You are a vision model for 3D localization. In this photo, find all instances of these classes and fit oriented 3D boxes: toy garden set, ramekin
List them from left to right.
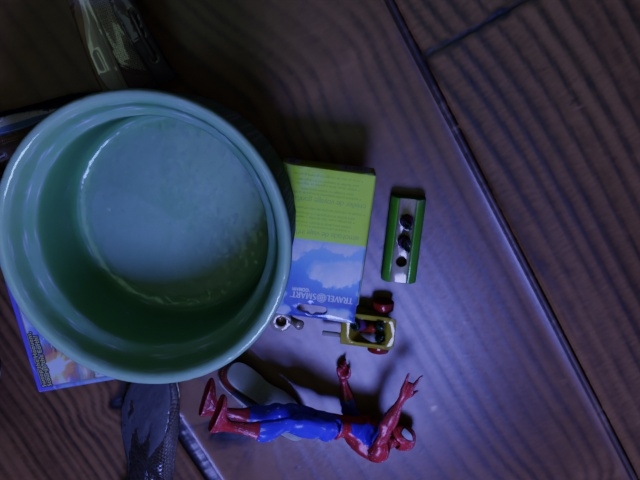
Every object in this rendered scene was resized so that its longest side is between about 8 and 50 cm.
[{"bbox_3d":[-0.169,-0.016,0.968,0.304,0.148,0.303,2,104,7],"label":"ramekin"},{"bbox_3d":[-0.004,0.037,1.108,0.244,0.049,0.203,6,107,0],"label":"toy garden set"}]

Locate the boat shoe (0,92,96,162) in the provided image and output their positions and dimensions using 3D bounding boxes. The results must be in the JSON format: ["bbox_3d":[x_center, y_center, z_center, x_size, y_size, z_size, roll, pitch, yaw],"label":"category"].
[{"bbox_3d":[-0.321,-0.126,1.063,0.183,0.066,0.066,-9,112,14],"label":"boat shoe"}]

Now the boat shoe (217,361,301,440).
[{"bbox_3d":[-0.075,0.207,1.167,0.137,0.049,0.043,43,146,-13],"label":"boat shoe"}]

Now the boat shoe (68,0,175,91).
[{"bbox_3d":[-0.236,-0.294,0.991,0.092,0.103,0.285,-18,102,-7],"label":"boat shoe"}]

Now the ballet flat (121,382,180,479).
[{"bbox_3d":[-0.215,0.277,1.189,0.084,0.058,0.249,14,104,34],"label":"ballet flat"}]

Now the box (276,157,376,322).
[{"bbox_3d":[0.000,0.000,1.052,0.109,0.042,0.178,7,105,1],"label":"box"}]

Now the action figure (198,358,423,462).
[{"bbox_3d":[0.008,0.193,1.121,0.281,0.091,0.139,18,96,-23],"label":"action figure"}]

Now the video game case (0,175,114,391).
[{"bbox_3d":[-0.253,0.034,1.107,0.245,0.061,0.269,-10,106,3],"label":"video game case"}]
